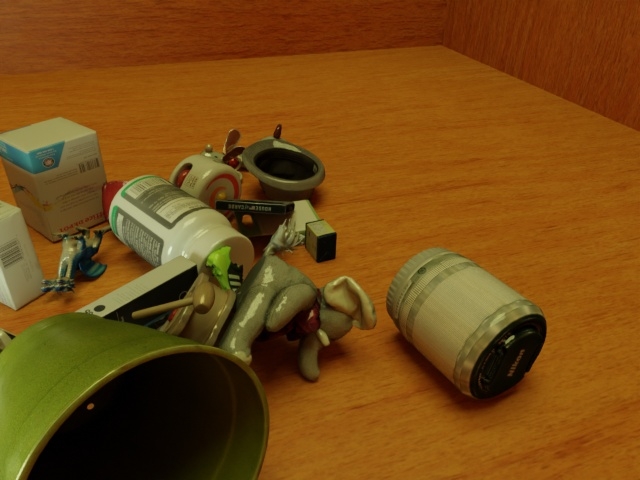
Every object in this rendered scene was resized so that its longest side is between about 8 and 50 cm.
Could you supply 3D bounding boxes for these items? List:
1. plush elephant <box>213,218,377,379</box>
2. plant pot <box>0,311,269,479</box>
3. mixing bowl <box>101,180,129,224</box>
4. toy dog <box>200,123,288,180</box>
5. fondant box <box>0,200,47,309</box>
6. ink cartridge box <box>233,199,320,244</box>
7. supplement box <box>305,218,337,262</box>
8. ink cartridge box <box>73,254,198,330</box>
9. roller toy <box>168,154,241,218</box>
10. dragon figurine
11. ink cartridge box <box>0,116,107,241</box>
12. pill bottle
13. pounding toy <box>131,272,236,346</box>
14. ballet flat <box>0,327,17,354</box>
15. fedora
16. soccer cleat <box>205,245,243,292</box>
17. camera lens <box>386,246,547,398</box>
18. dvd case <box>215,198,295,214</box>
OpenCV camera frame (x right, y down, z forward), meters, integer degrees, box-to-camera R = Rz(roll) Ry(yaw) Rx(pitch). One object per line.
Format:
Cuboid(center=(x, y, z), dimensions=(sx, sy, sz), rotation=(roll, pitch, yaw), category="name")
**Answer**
Cuboid(center=(-0.048, 0.157, 1.104), dimensions=(0.255, 0.272, 0.330), rotation=(34, 69, -14), category="plush elephant")
Cuboid(center=(-0.331, 0.275, 0.826), dimensions=(0.366, 0.366, 0.353), rotation=(-28, 31, -37), category="plant pot")
Cuboid(center=(-0.531, -0.079, 1.511), dimensions=(0.182, 0.181, 0.098), rotation=(4, 65, 4), category="mixing bowl")
Cuboid(center=(-0.246, -0.323, 1.881), dimensions=(0.334, 0.161, 0.220), rotation=(-17, 37, -26), category="toy dog")
Cuboid(center=(-0.820, 0.000, 1.281), dimensions=(0.330, 0.238, 0.096), rotation=(19, 38, 24), category="fondant box")
Cuboid(center=(-0.123, -0.046, 1.556), dimensions=(0.235, 0.056, 0.171), rotation=(-9, 34, -14), category="ink cartridge box")
Cuboid(center=(0.000, 0.000, 1.464), dimensions=(0.056, 0.083, 0.083), rotation=(-13, 36, -22), category="supplement box")
Cuboid(center=(-0.387, 0.174, 1.100), dimensions=(0.065, 0.165, 0.333), rotation=(25, 40, 33), category="ink cartridge box")
Cuboid(center=(-0.332, -0.141, 1.567), dimensions=(0.146, 0.191, 0.209), rotation=(25, 39, 30), category="roller toy")
Cuboid(center=(-0.596, 0.043, 1.366), dimensions=(0.085, 0.144, 0.289), rotation=(6, 14, 9), category="dragon figurine")
Cuboid(center=(-0.744, -0.176, 1.529), dimensions=(0.197, 0.270, 0.198), rotation=(23, 38, 32), category="ink cartridge box")
Cuboid(center=(-0.347, -0.010, 1.349), dimensions=(0.361, 0.204, 0.204), rotation=(31, 42, 33), category="pill bottle")
Cuboid(center=(-0.268, 0.136, 1.030), dimensions=(0.155, 0.269, 0.154), rotation=(34, 35, -17), category="pounding toy")
Cuboid(center=(-0.618, 0.225, 1.088), dimensions=(0.248, 0.086, 0.086), rotation=(16, 35, 20), category="ballet flat")
Cuboid(center=(-0.118, -0.205, 1.737), dimensions=(0.275, 0.124, 0.244), rotation=(27, 42, 21), category="fedora")
Cuboid(center=(-0.196, 0.096, 1.218), dimensions=(0.060, 0.178, 0.072), rotation=(8, 37, 41), category="soccer cleat")
Cuboid(center=(0.293, 0.164, 1.099), dimensions=(0.219, 0.219, 0.274), rotation=(-17, 37, -27), category="camera lens")
Cuboid(center=(-0.169, -0.093, 1.460), dimensions=(0.179, 0.029, 0.238), rotation=(4, 5, 3), category="dvd case")
